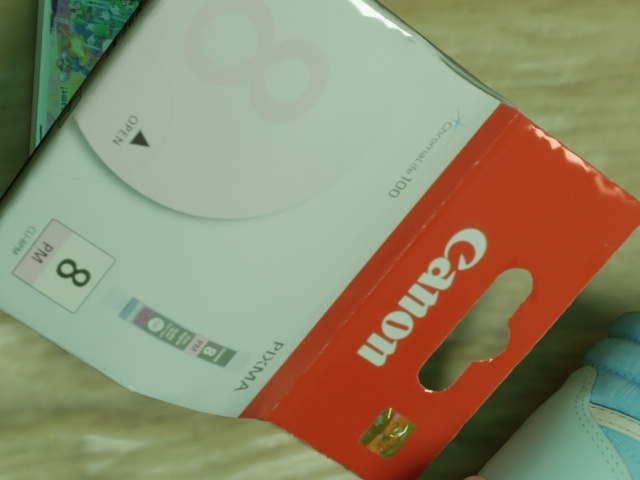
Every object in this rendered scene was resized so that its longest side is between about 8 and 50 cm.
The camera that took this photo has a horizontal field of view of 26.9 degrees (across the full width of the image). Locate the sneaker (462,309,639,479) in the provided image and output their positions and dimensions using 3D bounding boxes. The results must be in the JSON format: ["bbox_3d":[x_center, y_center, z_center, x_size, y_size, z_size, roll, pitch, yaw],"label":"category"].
[{"bbox_3d":[0.225,0.158,0.619,0.319,0.127,0.208,41,77,-9],"label":"sneaker"}]

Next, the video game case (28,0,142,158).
[{"bbox_3d":[-0.061,-0.043,0.616,0.143,0.019,0.157,4,85,-14],"label":"video game case"}]

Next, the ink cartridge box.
[{"bbox_3d":[0.000,0.000,0.557,0.232,0.066,0.189,35,106,-12],"label":"ink cartridge box"}]
